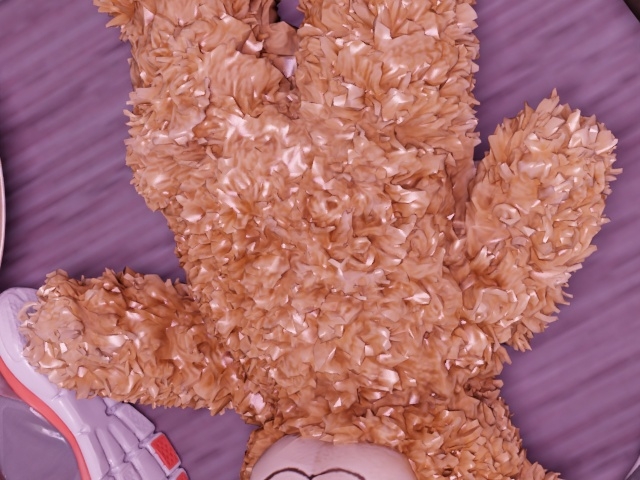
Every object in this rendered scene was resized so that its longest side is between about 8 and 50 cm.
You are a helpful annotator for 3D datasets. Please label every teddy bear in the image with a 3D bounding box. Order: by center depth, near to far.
[{"bbox_3d":[0.000,0.000,0.750,0.245,0.113,0.338,8,94,3],"label":"teddy bear"}]

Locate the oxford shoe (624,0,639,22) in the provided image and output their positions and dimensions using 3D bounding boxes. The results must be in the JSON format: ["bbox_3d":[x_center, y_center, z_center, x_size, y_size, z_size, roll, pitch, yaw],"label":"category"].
[{"bbox_3d":[0.110,-0.240,0.717,0.130,0.123,0.348,-28,89,2],"label":"oxford shoe"}]

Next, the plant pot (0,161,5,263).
[{"bbox_3d":[-0.246,-0.012,0.816,0.236,0.032,0.236,0,91,9],"label":"plant pot"}]

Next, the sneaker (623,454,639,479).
[{"bbox_3d":[0.155,0.064,0.777,0.044,0.040,0.109,38,97,21],"label":"sneaker"}]

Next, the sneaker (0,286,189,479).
[{"bbox_3d":[-0.109,0.098,0.821,0.065,0.061,0.158,-32,84,31],"label":"sneaker"}]
